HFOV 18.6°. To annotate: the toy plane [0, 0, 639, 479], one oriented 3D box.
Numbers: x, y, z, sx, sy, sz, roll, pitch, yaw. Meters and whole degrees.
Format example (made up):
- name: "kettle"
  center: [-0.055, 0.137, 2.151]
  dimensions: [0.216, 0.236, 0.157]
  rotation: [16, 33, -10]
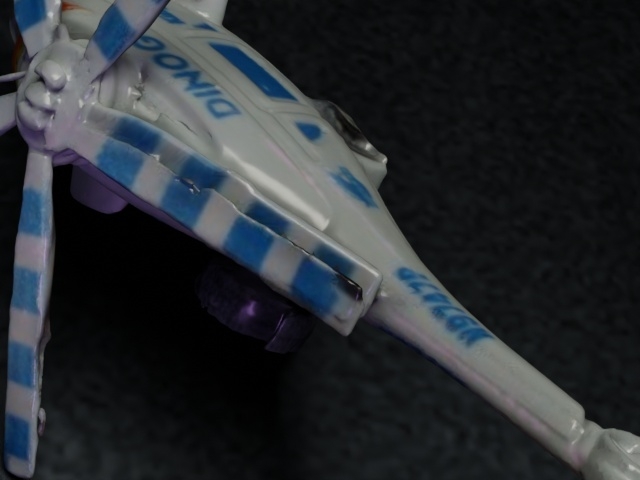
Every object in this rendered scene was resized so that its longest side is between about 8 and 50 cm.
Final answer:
- name: "toy plane"
  center: [0.006, -0.009, 0.497]
  dimensions: [0.273, 0.182, 0.107]
  rotation: [17, 7, 35]
